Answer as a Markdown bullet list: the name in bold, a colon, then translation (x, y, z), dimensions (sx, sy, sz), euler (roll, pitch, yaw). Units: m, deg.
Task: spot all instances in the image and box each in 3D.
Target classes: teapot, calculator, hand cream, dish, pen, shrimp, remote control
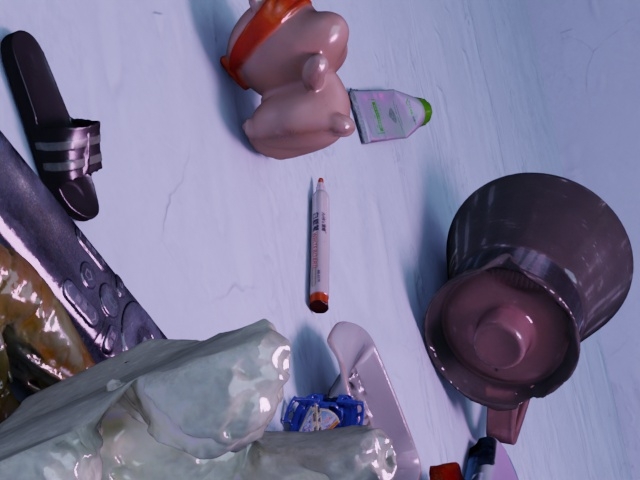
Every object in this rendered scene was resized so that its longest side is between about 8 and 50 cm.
- **teapot**: translation (0.313, 0.111, 2.310), dimensions (0.362, 0.306, 0.376), euler (-50, 145, -57)
- **calculator**: translation (0.257, 0.418, 2.197), dimensions (0.293, 0.051, 0.173), euler (-66, 137, -62)
- **hand cream**: translation (0.107, -0.199, 2.312), dimensions (0.079, 0.050, 0.275), euler (48, 21, 11)
- **dish**: translation (0.045, 0.214, 1.760), dimensions (0.154, 0.064, 0.234), euler (-52, 124, -67)
- **pen**: translation (0.000, 0.000, 1.867), dimensions (0.026, 0.026, 0.218), euler (54, 27, -43)
- **shrimp**: translation (-0.224, 0.100, 1.129), dimensions (0.267, 0.061, 0.145), euler (55, 38, -54)
- **remote control**: translation (-0.206, 0.043, 1.247), dimensions (0.377, 0.044, 0.107), euler (57, 29, -39)

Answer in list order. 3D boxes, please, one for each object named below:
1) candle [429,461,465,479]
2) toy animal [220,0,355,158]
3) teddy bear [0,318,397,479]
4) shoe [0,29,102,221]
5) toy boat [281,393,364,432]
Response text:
- **candle**: translation (0.177, 0.425, 1.929), dimensions (0.084, 0.059, 0.301), euler (45, 31, -38)
- **toy animal**: translation (-0.035, -0.202, 1.751), dimensions (0.171, 0.171, 0.197), euler (-2, 80, -70)
- **teddy bear**: translation (-0.078, 0.250, 1.030), dimensions (0.362, 0.327, 0.375), euler (64, -13, -6)
- **shoe**: translation (-0.225, -0.104, 1.300), dimensions (0.071, 0.049, 0.179), euler (-42, 114, -68)
- **toy boat**: translation (-0.007, 0.213, 1.583), dimensions (0.175, 0.091, 0.110), euler (-75, 162, -47)
